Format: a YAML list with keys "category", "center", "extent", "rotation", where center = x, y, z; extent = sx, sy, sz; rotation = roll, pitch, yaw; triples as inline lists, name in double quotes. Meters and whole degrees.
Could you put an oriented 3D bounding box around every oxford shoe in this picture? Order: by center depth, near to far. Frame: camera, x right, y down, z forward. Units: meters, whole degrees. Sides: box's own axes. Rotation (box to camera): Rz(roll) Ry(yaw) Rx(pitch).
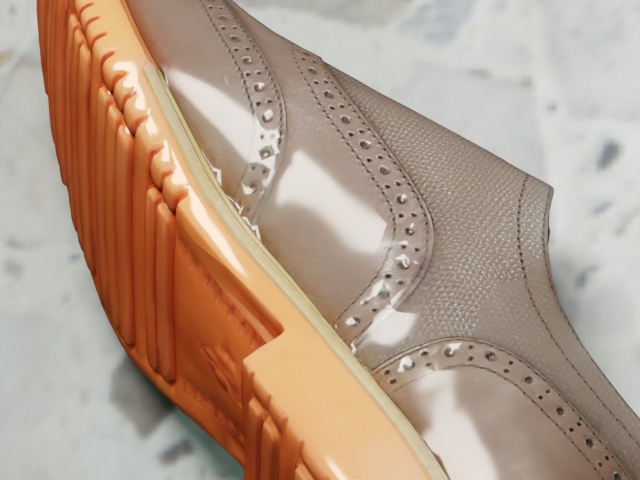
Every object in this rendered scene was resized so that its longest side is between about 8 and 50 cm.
- category: "oxford shoe"
  center: [0.000, 0.000, 0.656]
  extent: [0.133, 0.130, 0.363]
  rotation: [-18, 56, -20]
